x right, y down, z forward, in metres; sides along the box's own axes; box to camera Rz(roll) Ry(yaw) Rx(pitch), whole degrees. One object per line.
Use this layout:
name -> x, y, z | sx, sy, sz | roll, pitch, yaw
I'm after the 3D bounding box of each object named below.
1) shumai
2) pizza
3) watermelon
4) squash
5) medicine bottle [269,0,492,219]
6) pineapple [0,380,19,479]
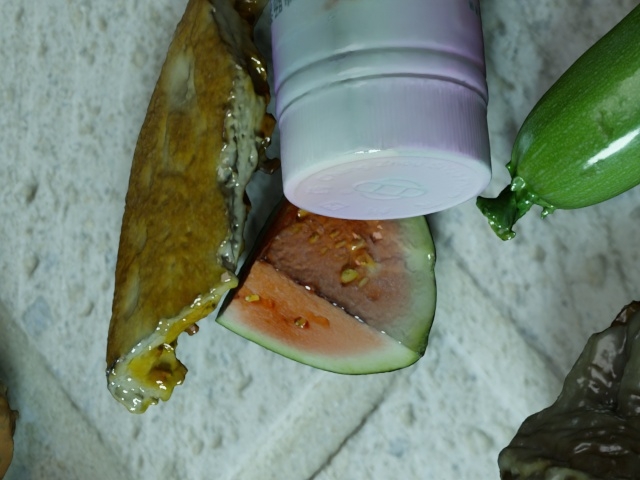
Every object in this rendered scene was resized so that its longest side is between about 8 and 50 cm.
shumai -> 0.230, 0.127, 1.058 | 0.206, 0.166, 0.175 | 12, 72, 30
pizza -> -0.097, -0.041, 1.255 | 0.182, 0.074, 0.365 | 2, 80, 56
watermelon -> 0.011, 0.004, 1.216 | 0.193, 0.137, 0.145 | 7, 57, 32
squash -> 0.250, -0.127, 1.070 | 0.379, 0.101, 0.101 | -41, 69, 22
medicine bottle -> 0.039, -0.155, 1.141 | 0.152, 0.152, 0.254 | -14, 69, 30
pineapple -> -0.383, 0.114, 1.416 | 0.278, 0.158, 0.158 | 45, 110, 38
